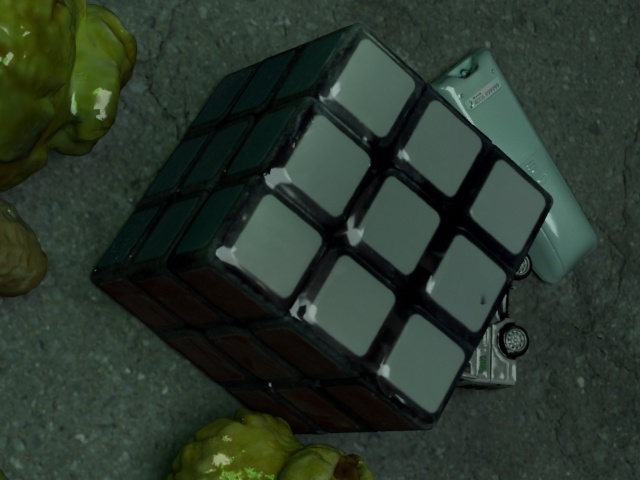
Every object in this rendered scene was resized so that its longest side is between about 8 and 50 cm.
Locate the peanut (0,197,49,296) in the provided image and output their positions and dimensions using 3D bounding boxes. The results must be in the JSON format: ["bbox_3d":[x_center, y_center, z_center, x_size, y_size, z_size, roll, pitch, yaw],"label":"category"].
[{"bbox_3d":[-0.341,0.005,1.588,0.214,0.099,0.099,4,81,-61],"label":"peanut"}]

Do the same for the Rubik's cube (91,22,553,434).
[{"bbox_3d":[0.000,0.000,1.707,0.304,0.305,0.301,40,65,-22],"label":"Rubik's cube"}]

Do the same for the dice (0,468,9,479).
[{"bbox_3d":[-0.380,0.281,1.486,0.169,0.169,0.166,36,23,-36],"label":"dice"}]

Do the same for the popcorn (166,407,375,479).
[{"bbox_3d":[-0.049,0.281,1.701,0.200,0.203,0.226,1,75,-37],"label":"popcorn"}]

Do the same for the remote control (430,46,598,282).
[{"bbox_3d":[0.244,-0.091,2.004,0.103,0.051,0.293,-39,103,-28],"label":"remote control"}]

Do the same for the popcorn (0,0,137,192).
[{"bbox_3d":[-0.314,-0.165,1.593,0.276,0.276,0.225,-22,58,-31],"label":"popcorn"}]

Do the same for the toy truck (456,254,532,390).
[{"bbox_3d":[0.170,0.052,1.917,0.125,0.101,0.242,7,78,-25],"label":"toy truck"}]
